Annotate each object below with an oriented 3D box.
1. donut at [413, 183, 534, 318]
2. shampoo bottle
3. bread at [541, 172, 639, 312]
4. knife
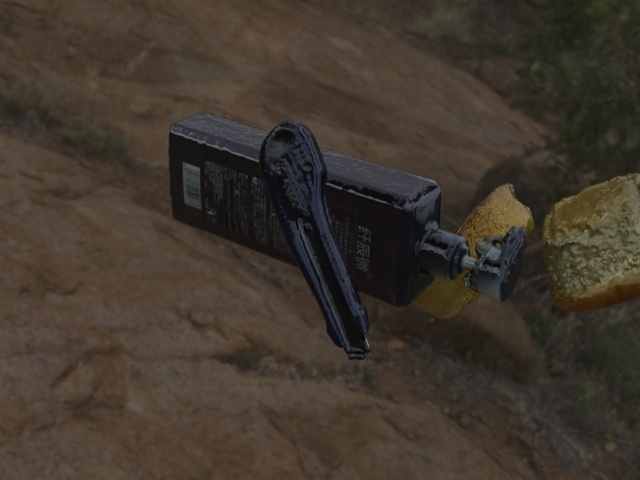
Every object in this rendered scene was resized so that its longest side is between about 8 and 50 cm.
[{"bbox_3d":[0.176,0.018,1.034,0.065,0.178,0.162,44,29,13],"label":"donut"},{"bbox_3d":[0.011,-0.018,0.722,0.309,0.098,0.071,21,34,30],"label":"shampoo bottle"},{"bbox_3d":[0.354,0.001,1.108,0.121,0.174,0.245,57,19,-8],"label":"bread"},{"bbox_3d":[0.000,0.000,0.437,0.018,0.031,0.121,-24,93,-77],"label":"knife"}]
